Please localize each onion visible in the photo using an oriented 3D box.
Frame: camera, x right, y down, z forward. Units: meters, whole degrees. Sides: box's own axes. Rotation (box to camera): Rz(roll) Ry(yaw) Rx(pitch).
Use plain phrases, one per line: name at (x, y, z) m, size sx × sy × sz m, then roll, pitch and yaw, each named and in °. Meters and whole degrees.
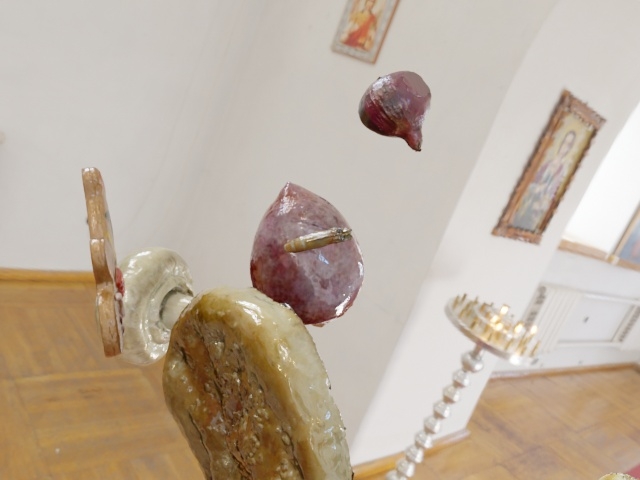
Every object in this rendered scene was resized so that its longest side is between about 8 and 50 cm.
onion at (0.216, -0.333, 1.439) m, size 0.195 × 0.140 × 0.218 m, roll -19°, pitch 76°, yaw -40°

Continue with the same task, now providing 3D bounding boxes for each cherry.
cherry at (-0.027, 0.025, 0.923) m, size 0.192 × 0.250 × 0.175 m, roll -7°, pitch 11°, yaw 14°

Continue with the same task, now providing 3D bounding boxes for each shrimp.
shrimp at (0.000, 0.000, 0.774) m, size 0.108 × 0.023 × 0.059 m, roll -13°, pitch -7°, yaw 23°

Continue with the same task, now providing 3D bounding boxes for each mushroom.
mushroom at (-0.359, 0.148, 1.229) m, size 0.234 × 0.260 × 0.254 m, roll 5°, pitch 11°, yaw 21°

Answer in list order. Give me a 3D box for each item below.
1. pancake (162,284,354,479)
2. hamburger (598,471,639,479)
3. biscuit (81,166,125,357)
pancake at (-0.093, 0.241, 0.691) m, size 0.082 × 0.387 × 0.387 m, roll -15°, pitch 35°, yaw -37°
hamburger at (0.415, 0.373, 0.725) m, size 0.164 × 0.093 × 0.189 m, roll 45°, pitch -17°, yaw 8°
biscuit at (-0.284, 0.036, 0.742) m, size 0.036 × 0.165 × 0.250 m, roll -8°, pitch 60°, yaw -19°
